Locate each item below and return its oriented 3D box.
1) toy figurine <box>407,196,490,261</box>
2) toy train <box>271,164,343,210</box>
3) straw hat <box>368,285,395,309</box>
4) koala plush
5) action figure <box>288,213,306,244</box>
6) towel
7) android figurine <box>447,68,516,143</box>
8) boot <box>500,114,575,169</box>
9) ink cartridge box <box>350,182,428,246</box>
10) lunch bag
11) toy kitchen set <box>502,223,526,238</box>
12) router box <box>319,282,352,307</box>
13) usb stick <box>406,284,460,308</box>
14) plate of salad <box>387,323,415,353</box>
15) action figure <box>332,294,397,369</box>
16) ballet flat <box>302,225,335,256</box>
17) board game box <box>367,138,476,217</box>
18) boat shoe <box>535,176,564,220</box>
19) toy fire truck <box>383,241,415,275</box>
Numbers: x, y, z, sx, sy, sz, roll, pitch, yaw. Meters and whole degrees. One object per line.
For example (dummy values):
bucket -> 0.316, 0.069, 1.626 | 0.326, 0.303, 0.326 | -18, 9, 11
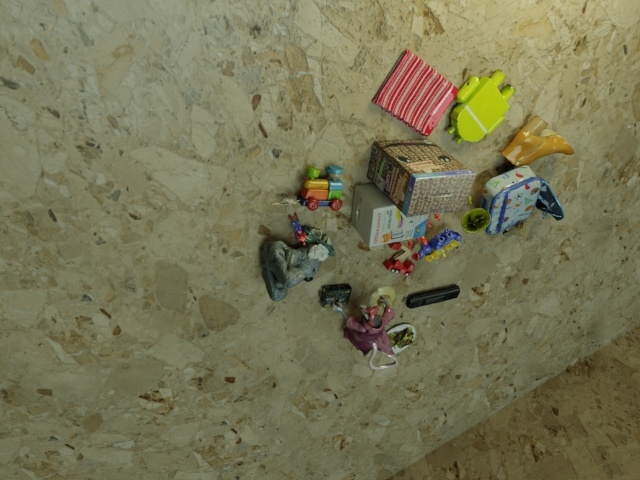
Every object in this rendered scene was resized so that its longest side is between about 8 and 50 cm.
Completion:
toy figurine -> 0.499, -0.023, 1.994 | 0.362, 0.191, 0.217 | -30, 161, -10
toy train -> -0.038, -0.182, 1.610 | 0.248, 0.105, 0.143 | -1, 113, -25
straw hat -> 0.288, 0.276, 2.123 | 0.144, 0.061, 0.145 | -13, 129, -17
koala plush -> -0.087, 0.083, 1.732 | 0.221, 0.203, 0.196 | -12, 159, -33
action figure -> -0.077, -0.036, 1.691 | 0.038, 0.115, 0.030 | -18, 166, -17
towel -> 0.325, -0.485, 1.608 | 0.274, 0.031, 0.199 | 20, 112, -35
android figurine -> 0.572, -0.469, 1.722 | 0.248, 0.056, 0.273 | 30, 106, -39
boot -> 0.869, -0.356, 1.933 | 0.295, 0.104, 0.211 | 24, 116, -31
ink cartridge box -> 0.252, -0.105, 1.756 | 0.232, 0.168, 0.171 | -11, 128, -18
lunch bag -> 0.770, -0.154, 1.981 | 0.243, 0.115, 0.303 | -24, 143, -6
toy kitchen set -> 0.884, -0.056, 2.199 | 0.083, 0.075, 0.068 | 34, 149, -7
router box -> 0.064, 0.230, 1.994 | 0.122, 0.038, 0.092 | -3, 124, -24
usb stick -> 0.531, 0.265, 2.246 | 0.278, 0.045, 0.077 | -10, 134, -20
plate of salad -> 0.381, 0.489, 2.334 | 0.199, 0.048, 0.200 | -13, 127, -17
action figure -> 0.196, 0.378, 1.993 | 0.248, 0.276, 0.370 | -13, 153, -7
ballet flat -> 0.000, 0.000, 1.785 | 0.070, 0.070, 0.188 | -48, 134, 12
board game box -> 0.333, -0.221, 1.630 | 0.232, 0.291, 0.141 | -8, 126, -22
boat shoe -> 0.993, -0.175, 2.131 | 0.089, 0.109, 0.258 | -38, 115, 13
toy fire truck -> 0.335, 0.072, 2.006 | 0.192, 0.047, 0.135 | 16, 114, -35
